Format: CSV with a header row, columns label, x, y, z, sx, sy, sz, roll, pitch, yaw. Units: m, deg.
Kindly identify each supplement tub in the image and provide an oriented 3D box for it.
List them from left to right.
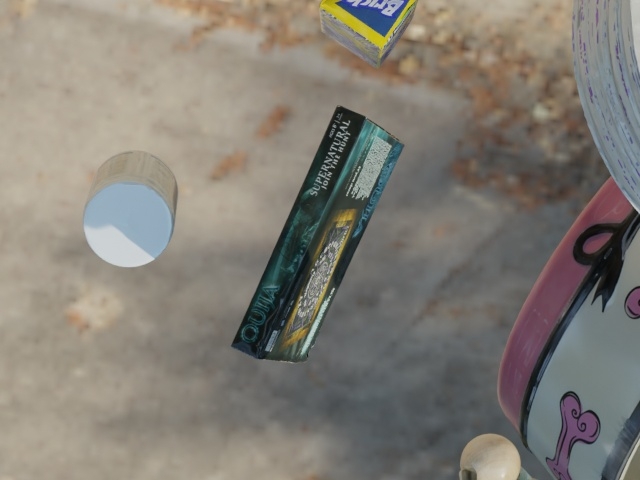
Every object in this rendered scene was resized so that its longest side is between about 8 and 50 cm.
label,x,y,z,sx,sy,sz,roll,pitch,yaw
supplement tub,-0.145,-0.026,1.449,0.071,0.071,0.107,10,-165,-4

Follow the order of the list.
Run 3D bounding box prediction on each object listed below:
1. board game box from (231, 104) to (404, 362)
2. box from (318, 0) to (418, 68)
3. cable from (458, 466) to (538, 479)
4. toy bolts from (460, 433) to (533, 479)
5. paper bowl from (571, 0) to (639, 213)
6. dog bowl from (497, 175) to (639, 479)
label,x,y,z,sx,sy,sz,roll,pitch,yaw
board game box,0.000,0.000,1.367,0.026,0.186,0.126,25,-179,16
box,0.036,-0.174,1.432,0.059,0.054,0.169,34,-179,1
cable,0.115,0.275,1.138,0.139,0.287,0.072,12,158,16
toy bolts,0.153,0.302,1.834,0.218,0.228,0.158,14,134,40
paper bowl,0.285,-0.113,0.970,0.284,0.284,0.148,12,173,-11
dog bowl,0.312,0.054,1.604,0.150,0.408,0.408,37,180,23
